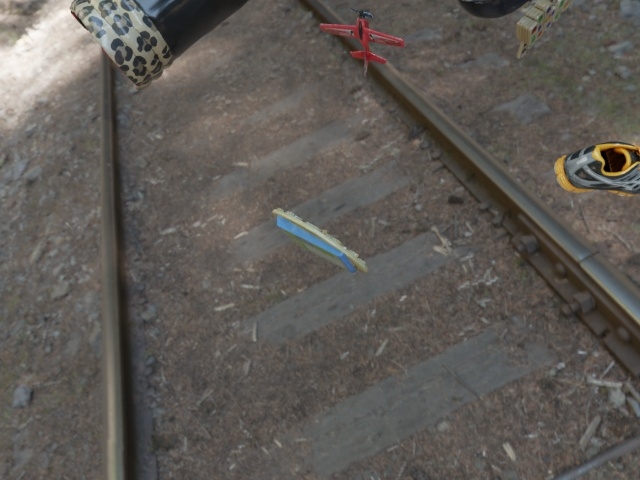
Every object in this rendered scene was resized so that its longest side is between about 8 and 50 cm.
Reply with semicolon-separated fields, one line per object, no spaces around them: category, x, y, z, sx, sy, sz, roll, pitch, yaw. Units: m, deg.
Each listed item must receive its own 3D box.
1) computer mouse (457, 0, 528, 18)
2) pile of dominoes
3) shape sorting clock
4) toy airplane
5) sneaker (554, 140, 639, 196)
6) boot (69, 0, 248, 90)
computer mouse;0.395;-0.516;1.175;0.272;0.072;0.188;-31;44;-18
pile of dominoes;0.547;-0.552;1.319;0.251;0.196;0.040;-47;63;-4
shape sorting clock;0.000;0.000;1.049;0.206;0.206;0.040;23;81;40
toy airplane;0.077;-0.336;0.974;0.151;0.151;0.028;10;68;33
sneaker;0.482;-0.118;0.906;0.214;0.083;0.084;-8;76;-17
boot;-0.168;-0.331;0.737;0.284;0.138;0.377;-41;29;-3
